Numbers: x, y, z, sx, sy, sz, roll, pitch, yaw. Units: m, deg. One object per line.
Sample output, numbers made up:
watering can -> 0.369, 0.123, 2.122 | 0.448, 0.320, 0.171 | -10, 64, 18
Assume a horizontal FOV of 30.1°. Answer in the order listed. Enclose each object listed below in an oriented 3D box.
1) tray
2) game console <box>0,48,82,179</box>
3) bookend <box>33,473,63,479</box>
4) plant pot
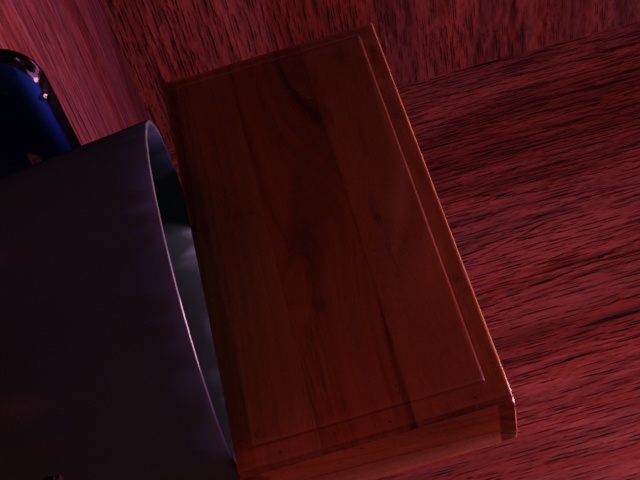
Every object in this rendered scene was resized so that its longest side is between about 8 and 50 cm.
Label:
tray -> 0.000, 0.000, 0.984 | 0.076, 0.202, 0.411 | 74, 0, -50
game console -> -0.306, -0.138, 1.093 | 0.293, 0.250, 0.173 | 75, 26, -58
bookend -> -0.200, 0.232, 0.668 | 0.072, 0.157, 0.156 | -106, 180, -68
plant pot -> -0.205, 0.079, 0.931 | 0.293, 0.235, 0.293 | 164, -90, -89
